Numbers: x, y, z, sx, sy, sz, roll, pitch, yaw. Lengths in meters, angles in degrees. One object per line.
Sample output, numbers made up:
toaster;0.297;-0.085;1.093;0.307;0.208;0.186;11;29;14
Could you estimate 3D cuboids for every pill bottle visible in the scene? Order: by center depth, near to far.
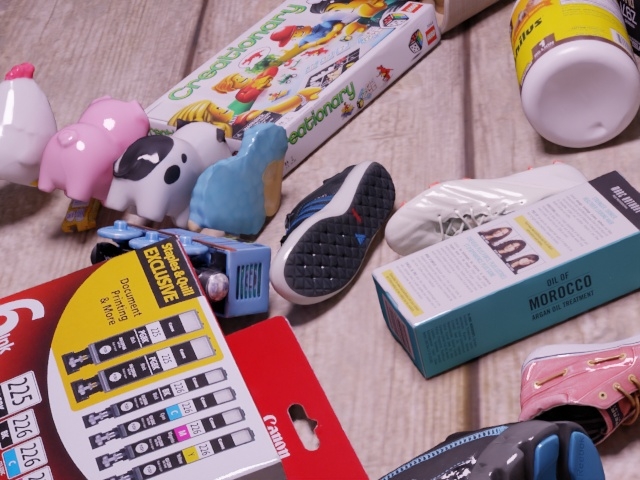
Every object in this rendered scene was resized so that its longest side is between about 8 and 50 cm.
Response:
pill bottle;0.253;-0.193;1.711;0.117;0.117;0.215;-11;33;8

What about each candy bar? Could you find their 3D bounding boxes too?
candy bar;-0.243;-0.058;1.807;0.040;0.018;0.161;-7;34;11

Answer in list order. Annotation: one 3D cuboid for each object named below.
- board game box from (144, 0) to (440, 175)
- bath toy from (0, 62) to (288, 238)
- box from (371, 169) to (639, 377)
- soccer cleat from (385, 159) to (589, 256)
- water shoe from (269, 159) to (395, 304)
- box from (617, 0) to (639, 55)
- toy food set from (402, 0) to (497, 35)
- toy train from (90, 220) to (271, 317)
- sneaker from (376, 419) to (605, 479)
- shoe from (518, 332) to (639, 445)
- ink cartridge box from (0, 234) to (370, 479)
board game box;-0.033;-0.178;1.865;0.193;0.053;0.305;14;43;38
bath toy;-0.208;-0.095;1.725;0.348;0.129;0.151;14;1;26
box;0.177;0.027;1.468;0.244;0.060;0.100;-22;34;-9
soccer cleat;0.157;-0.023;1.549;0.196;0.068;0.076;-16;36;-5
water shoe;0.000;0.000;1.592;0.080;0.073;0.203;-16;21;41
box;0.370;-0.245;1.712;0.077;0.147;0.180;-23;35;-10
toy food set;0.135;-0.356;2.023;0.220;0.092;0.306;-33;37;-24
toy train;-0.132;0.027;1.568;0.105;0.080;0.184;-3;10;-43
sneaker;0.050;0.245;1.176;0.341;0.125;0.140;-33;16;-29
shoe;0.240;0.117;1.313;0.178;0.063;0.081;-9;35;20
ink cartridge box;-0.123;0.143;1.342;0.272;0.130;0.309;-20;37;-8
